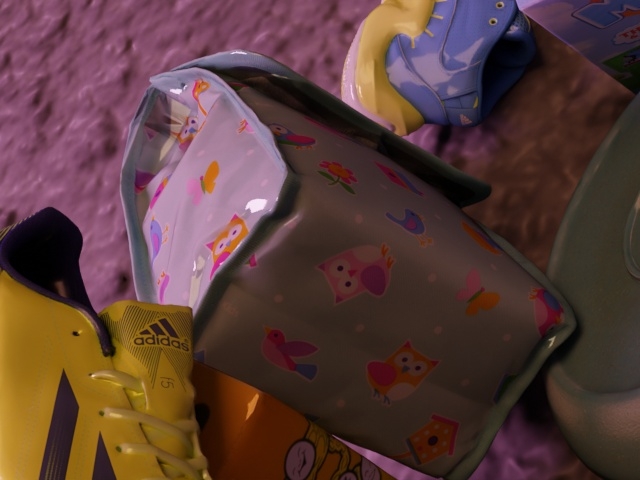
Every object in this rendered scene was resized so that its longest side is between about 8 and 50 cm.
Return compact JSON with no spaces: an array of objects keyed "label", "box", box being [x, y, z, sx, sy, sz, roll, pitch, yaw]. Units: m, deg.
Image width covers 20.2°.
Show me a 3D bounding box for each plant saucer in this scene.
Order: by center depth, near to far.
[{"label":"plant saucer","box":[0.217,-0.015,1.008,0.317,0.044,0.317,-51,21,28]}]

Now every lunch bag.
[{"label":"lunch bag","box":[0.000,0.000,1.099,0.160,0.223,0.262,-56,27,14]}]

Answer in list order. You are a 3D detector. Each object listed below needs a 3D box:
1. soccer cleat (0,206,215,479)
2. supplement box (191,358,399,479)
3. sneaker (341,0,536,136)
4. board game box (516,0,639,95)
[{"label":"soccer cleat","box":[-0.086,0.083,0.748,0.121,0.093,0.289,-43,48,-3]},{"label":"supplement box","box":[-0.041,0.199,0.951,0.195,0.356,0.194,18,76,42]},{"label":"sneaker","box":[0.104,-0.172,1.275,0.126,0.091,0.240,10,68,20]},{"label":"board game box","box":[0.224,-0.156,1.073,0.160,0.211,0.039,-24,69,24]}]
